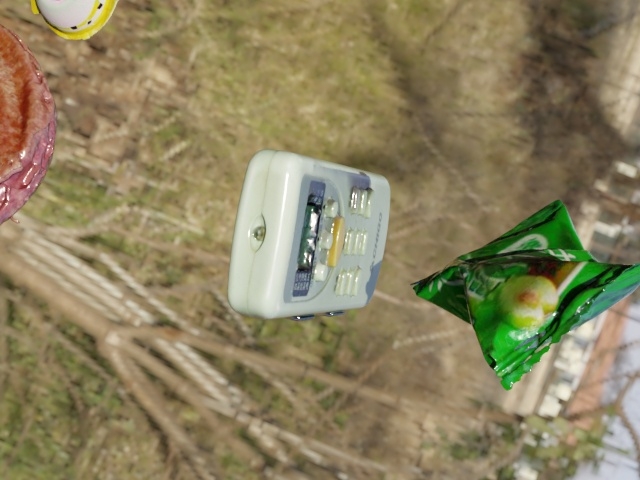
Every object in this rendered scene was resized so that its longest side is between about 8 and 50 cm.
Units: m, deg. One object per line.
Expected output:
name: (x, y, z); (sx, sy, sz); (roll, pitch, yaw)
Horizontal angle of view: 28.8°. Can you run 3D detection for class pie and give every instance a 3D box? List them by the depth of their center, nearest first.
pie: (-0.246, -0.066, 0.738); (0.050, 0.182, 0.182); (98, 16, -57)

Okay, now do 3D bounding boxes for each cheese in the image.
cheese: (-0.273, -0.329, 1.524); (0.064, 0.250, 0.157); (-8, 92, -57)

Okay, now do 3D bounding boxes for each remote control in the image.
remote control: (0.000, 0.000, 1.099); (0.296, 0.056, 0.140); (5, 96, -71)

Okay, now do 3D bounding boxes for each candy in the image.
candy: (0.159, 0.038, 0.963); (0.203, 0.141, 0.078); (-124, -164, -69)
